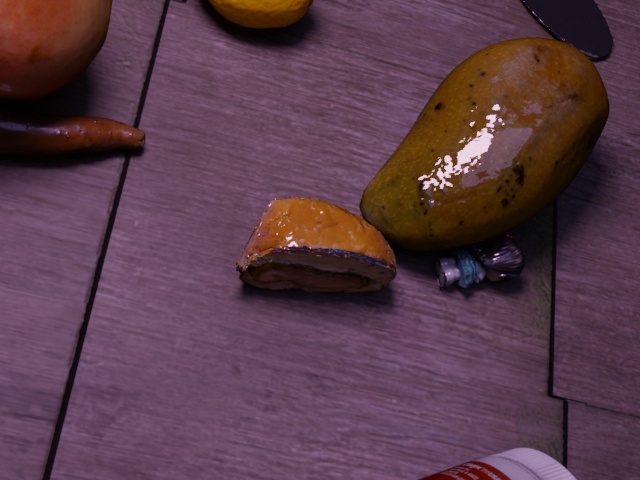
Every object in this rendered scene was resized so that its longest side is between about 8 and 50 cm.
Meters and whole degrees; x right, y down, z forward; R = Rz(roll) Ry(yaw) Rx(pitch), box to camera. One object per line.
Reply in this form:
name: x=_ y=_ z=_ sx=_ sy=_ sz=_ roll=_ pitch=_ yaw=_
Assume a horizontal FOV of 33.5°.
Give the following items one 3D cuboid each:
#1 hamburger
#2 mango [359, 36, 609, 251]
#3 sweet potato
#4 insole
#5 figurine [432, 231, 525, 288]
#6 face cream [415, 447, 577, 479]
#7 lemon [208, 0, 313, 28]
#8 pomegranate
hamburger: x=-0.005 y=-0.006 z=1.128 sx=0.176 sy=0.087 sz=0.102 roll=2 pitch=67 yaw=-15
mango: x=0.194 y=-0.107 z=1.209 sx=0.329 sy=0.176 sz=0.176 roll=-44 pitch=124 yaw=-30
sweet potato: x=-0.311 y=-0.113 z=1.099 sx=0.264 sy=0.057 sz=0.057 roll=7 pitch=62 yaw=-20
insole: x=0.281 y=-0.362 z=1.454 sx=0.309 sy=0.012 sz=0.110 roll=43 pitch=59 yaw=6
figurine: x=0.179 y=0.023 z=1.205 sx=0.105 sy=0.047 sz=0.060 roll=-12 pitch=46 yaw=-15
face cream: x=0.135 y=0.305 z=0.950 sx=0.187 sy=0.201 sz=0.201 roll=-13 pitch=69 yaw=-25
lemon: x=-0.074 y=-0.306 z=1.244 sx=0.155 sy=0.114 sz=0.114 roll=8 pitch=62 yaw=-13
pomegranate: x=-0.342 y=-0.253 z=1.043 sx=0.270 sy=0.229 sz=0.252 roll=-12 pitch=41 yaw=-36
